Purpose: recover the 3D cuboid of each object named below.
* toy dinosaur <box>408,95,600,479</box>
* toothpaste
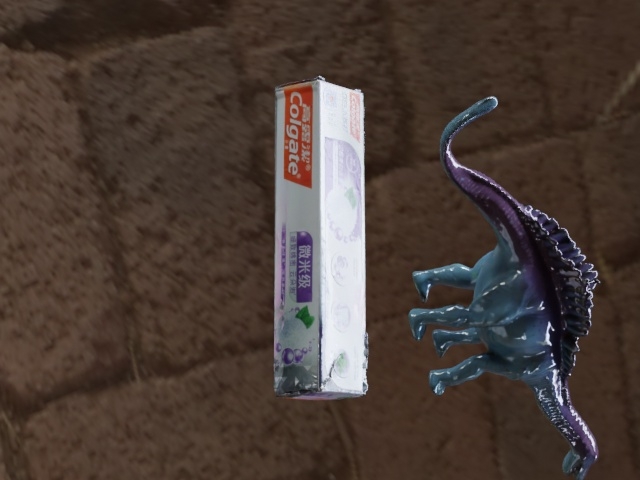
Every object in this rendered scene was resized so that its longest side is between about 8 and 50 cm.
[{"bbox_3d":[0.079,0.027,0.750,0.080,0.045,0.197,-10,120,16],"label":"toy dinosaur"},{"bbox_3d":[0.000,0.000,1.084,0.047,0.040,0.196,11,76,-50],"label":"toothpaste"}]
